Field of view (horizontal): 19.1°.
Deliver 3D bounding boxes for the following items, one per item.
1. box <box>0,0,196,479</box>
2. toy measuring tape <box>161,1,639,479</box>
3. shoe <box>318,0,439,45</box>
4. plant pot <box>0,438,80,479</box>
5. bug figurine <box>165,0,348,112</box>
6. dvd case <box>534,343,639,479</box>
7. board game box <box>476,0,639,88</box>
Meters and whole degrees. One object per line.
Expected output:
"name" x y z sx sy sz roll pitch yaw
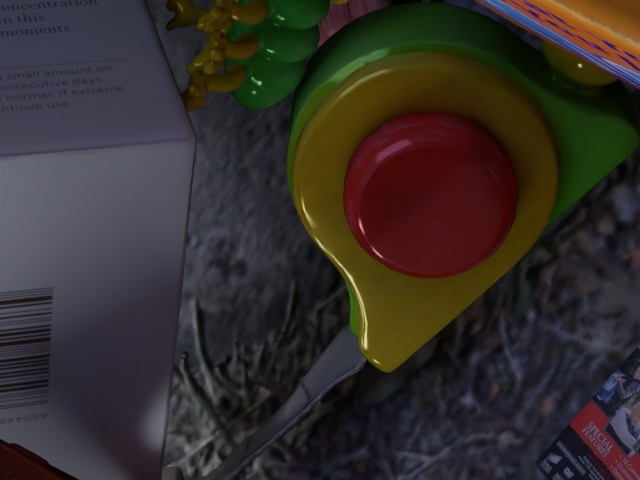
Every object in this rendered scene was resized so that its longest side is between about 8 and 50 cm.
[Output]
"box" -0.182 -0.070 0.856 0.345 0.168 0.215 -112 23 -43
"toy measuring tape" 0.000 0.000 0.806 0.330 0.121 0.121 -43 54 23
"shoe" 0.028 -0.175 0.881 0.081 0.063 0.178 10 89 40
"plant pot" -0.086 0.232 0.738 0.267 0.267 0.235 23 80 42
"bug figurine" -0.001 -0.175 0.768 0.279 0.072 0.216 -100 31 -52
"dvd case" 0.146 0.074 0.735 0.119 0.013 0.087 -53 51 17
"board game box" 0.230 -0.167 0.508 0.356 0.356 0.356 35 100 41
